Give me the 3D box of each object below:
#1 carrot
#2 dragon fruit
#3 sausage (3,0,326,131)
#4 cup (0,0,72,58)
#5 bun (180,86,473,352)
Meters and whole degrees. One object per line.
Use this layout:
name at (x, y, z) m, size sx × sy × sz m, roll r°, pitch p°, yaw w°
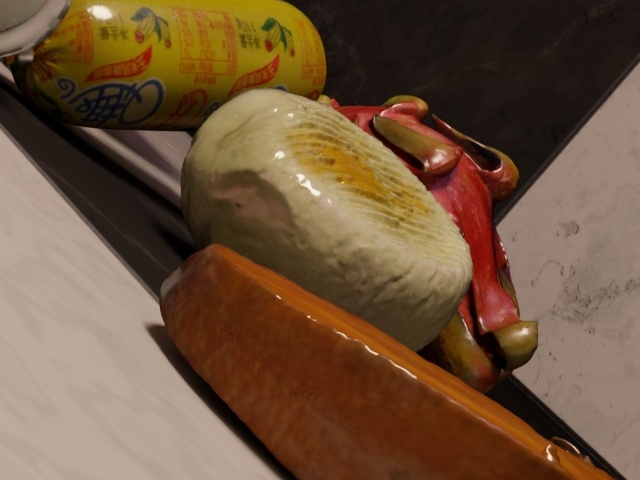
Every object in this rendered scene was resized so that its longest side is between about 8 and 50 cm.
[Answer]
carrot at (0.046, 0.103, 1.059) m, size 0.307 × 0.100 × 0.258 m, roll 38°, pitch 1°, yaw -10°
dragon fruit at (0.063, 0.008, 1.726) m, size 0.227 × 0.243 × 0.307 m, roll 79°, pitch 7°, yaw -59°
sausage at (-0.122, -0.152, 1.596) m, size 0.347 × 0.123 × 0.123 m, roll -3°, pitch 37°, yaw -47°
cup at (-0.272, -0.253, 1.464) m, size 0.196 × 0.196 × 0.280 m, roll 39°, pitch 11°, yaw -33°
bun at (0.000, 0.000, 1.472) m, size 0.244 × 0.153 × 0.244 m, roll 37°, pitch 24°, yaw -20°
